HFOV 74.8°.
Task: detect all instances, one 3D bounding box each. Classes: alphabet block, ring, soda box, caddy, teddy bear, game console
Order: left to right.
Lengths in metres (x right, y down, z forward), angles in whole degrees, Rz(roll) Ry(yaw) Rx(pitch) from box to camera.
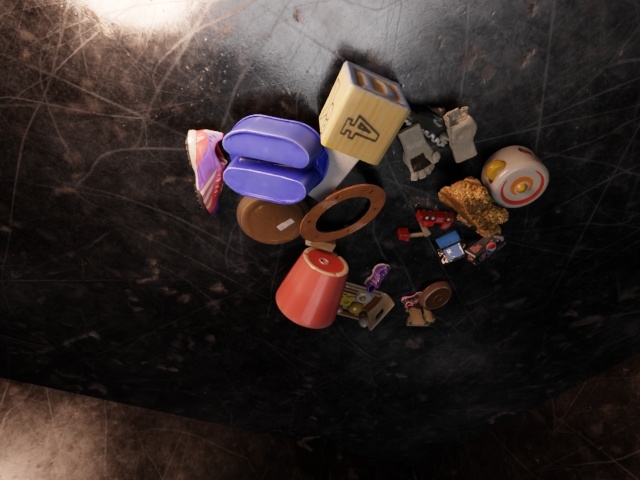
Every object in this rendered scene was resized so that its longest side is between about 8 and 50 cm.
[{"bbox_3d":[-0.146,-0.260,1.327,0.342,0.179,0.241,13,122,8],"label":"caddy"},{"bbox_3d":[0.078,-0.099,1.511,0.337,0.032,0.336,-20,154,-11],"label":"ring"},{"bbox_3d":[0.122,-0.375,1.239,0.194,0.192,0.197,18,129,-16],"label":"alphabet block"},{"bbox_3d":[0.533,0.026,1.709,0.122,0.107,0.071,-27,156,20],"label":"game console"},{"bbox_3d":[0.544,-0.124,1.484,0.338,0.245,0.113,37,92,-35],"label":"teddy bear"},{"bbox_3d":[0.662,0.027,1.674,0.169,0.060,0.053,-32,128,-14],"label":"soda box"}]

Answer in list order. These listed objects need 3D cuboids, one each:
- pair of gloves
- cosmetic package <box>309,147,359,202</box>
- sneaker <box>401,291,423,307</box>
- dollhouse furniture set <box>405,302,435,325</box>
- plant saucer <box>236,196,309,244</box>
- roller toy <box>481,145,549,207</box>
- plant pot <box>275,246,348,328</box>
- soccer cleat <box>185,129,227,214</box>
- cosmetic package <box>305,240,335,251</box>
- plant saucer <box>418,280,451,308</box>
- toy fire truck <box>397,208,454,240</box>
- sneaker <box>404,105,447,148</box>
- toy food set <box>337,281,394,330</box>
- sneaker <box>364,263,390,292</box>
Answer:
[{"bbox_3d":[0.379,-0.302,1.327,0.241,0.042,0.204,-19,135,8],"label":"pair of gloves"},{"bbox_3d":[0.035,-0.246,1.402,0.117,0.085,0.231,38,124,-7],"label":"cosmetic package"},{"bbox_3d":[0.437,0.279,1.939,0.120,0.057,0.047,-22,128,14],"label":"sneaker"},{"bbox_3d":[0.479,0.394,2.001,0.144,0.123,0.151,3,132,-6],"label":"dollhouse furniture set"},{"bbox_3d":[-0.179,-0.084,1.585,0.278,0.041,0.277,-2,132,-3],"label":"plant saucer"},{"bbox_3d":[0.669,-0.217,1.442,0.191,0.146,0.209,-19,130,12],"label":"roller toy"},{"bbox_3d":[-0.020,0.175,1.697,0.275,0.274,0.243,14,119,-16],"label":"plant pot"},{"bbox_3d":[-0.366,-0.221,1.408,0.117,0.108,0.317,-4,130,-5],"label":"soccer cleat"},{"bbox_3d":[0.000,0.000,1.658,0.115,0.060,0.041,15,129,-18],"label":"cosmetic package"},{"bbox_3d":[0.533,0.259,1.917,0.169,0.029,0.168,-12,131,-14],"label":"plant saucer"},{"bbox_3d":[0.410,-0.057,1.639,0.192,0.047,0.135,4,132,-8],"label":"toy fire truck"},{"bbox_3d":[0.336,-0.388,1.319,0.235,0.078,0.106,23,124,-27],"label":"sneaker"},{"bbox_3d":[0.152,0.311,1.927,0.307,0.092,0.219,18,129,-19],"label":"toy food set"},{"bbox_3d":[0.252,0.168,1.817,0.069,0.071,0.169,15,129,-16],"label":"sneaker"}]
